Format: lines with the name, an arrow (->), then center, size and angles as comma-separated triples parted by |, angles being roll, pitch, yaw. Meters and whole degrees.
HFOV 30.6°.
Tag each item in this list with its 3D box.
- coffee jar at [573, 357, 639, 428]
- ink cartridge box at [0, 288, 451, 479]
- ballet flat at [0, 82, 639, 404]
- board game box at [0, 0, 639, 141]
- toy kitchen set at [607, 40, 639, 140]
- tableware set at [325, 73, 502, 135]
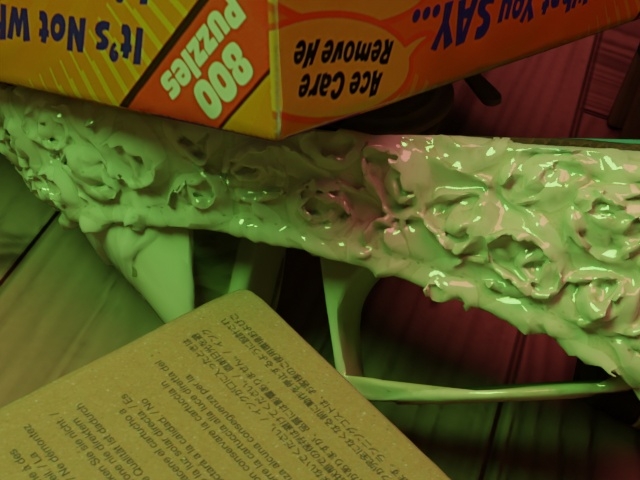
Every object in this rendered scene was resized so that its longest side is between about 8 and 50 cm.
coffee jar -> 0.219, 0.063, 0.557 | 0.184, 0.096, 0.079 | 20, 38, 7
ink cartridge box -> -0.029, 0.147, 0.401 | 0.193, 0.088, 0.234 | -27, 56, -35
ballet flat -> 0.000, 0.000, 0.523 | 0.408, 0.147, 0.147 | 10, 37, 26
board game box -> -0.040, -0.284, 0.565 | 0.356, 0.356, 0.356 | 16, 26, 37
toy kitchen set -> 0.280, -0.064, 0.695 | 0.166, 0.122, 0.207 | 9, 42, -5
tableware set -> 0.018, -0.109, 0.739 | 0.128, 0.039, 0.194 | -15, 42, -13
